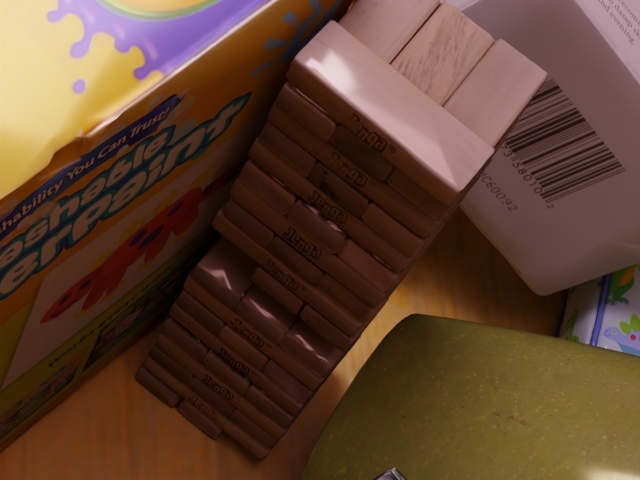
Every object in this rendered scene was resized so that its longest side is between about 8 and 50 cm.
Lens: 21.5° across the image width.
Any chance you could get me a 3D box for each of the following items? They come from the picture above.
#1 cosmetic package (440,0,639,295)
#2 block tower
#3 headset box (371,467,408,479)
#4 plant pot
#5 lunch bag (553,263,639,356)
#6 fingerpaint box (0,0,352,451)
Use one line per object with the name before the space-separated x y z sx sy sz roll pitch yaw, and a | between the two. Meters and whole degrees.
cosmetic package | 0.183 -0.169 1.024 0.197 0.155 0.365 48 43 -20
block tower | 0.000 0.000 0.842 0.091 0.335 0.097 37 59 3
headset box | 0.041 0.277 0.745 0.131 0.283 0.246 -32 68 -22
plant pot | 0.141 0.165 0.868 0.293 0.275 0.275 30 58 14
lunch bag | 0.255 0.071 1.031 0.219 0.090 0.176 21 60 -7
fingerpaint box | -0.213 0.012 0.746 0.163 0.371 0.445 45 62 8
